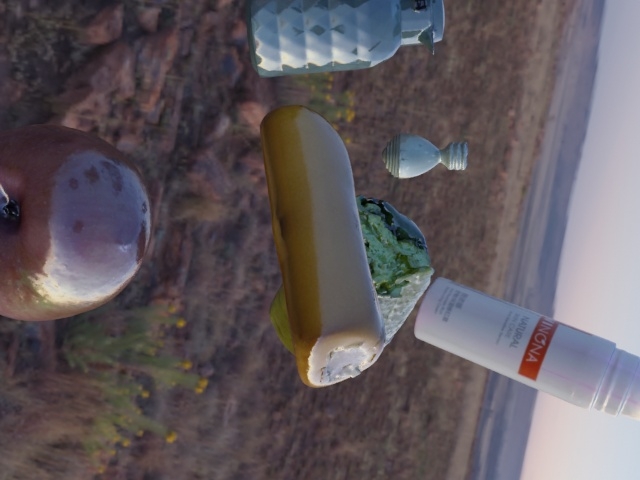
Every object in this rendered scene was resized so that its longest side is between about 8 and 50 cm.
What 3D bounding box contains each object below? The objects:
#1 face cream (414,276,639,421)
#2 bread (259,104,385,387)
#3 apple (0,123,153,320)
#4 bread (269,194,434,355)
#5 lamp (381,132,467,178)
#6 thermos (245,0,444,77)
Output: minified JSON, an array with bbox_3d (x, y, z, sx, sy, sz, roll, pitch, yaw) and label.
[{"bbox_3d":[0.303,0.154,1.201,0.102,0.346,0.101,-52,153,-40],"label":"face cream"},{"bbox_3d":[0.000,0.000,0.700,0.092,0.074,0.239,86,-6,-57],"label":"bread"},{"bbox_3d":[-0.388,-0.024,1.221,0.235,0.306,0.305,11,91,-75],"label":"apple"},{"bbox_3d":[0.060,0.102,1.689,0.376,0.251,0.208,121,-35,-45],"label":"bread"},{"bbox_3d":[0.235,-0.190,1.981,0.106,0.193,0.106,2,90,-83],"label":"lamp"},{"bbox_3d":[0.037,-0.334,1.299,0.145,0.287,0.182,84,2,-60],"label":"thermos"}]
